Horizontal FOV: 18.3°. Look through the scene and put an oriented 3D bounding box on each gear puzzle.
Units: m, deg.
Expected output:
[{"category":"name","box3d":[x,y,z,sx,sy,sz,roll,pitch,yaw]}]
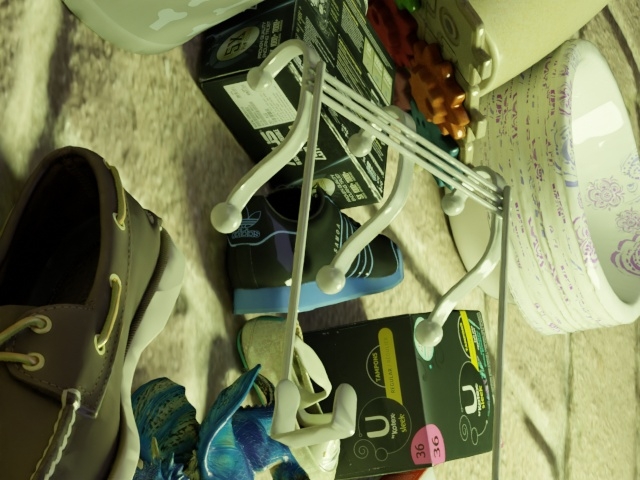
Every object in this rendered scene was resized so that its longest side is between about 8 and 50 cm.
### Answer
[{"category":"gear puzzle","box3d":[0.077,-0.174,1.618,0.175,0.044,0.339,58,-16,29]}]

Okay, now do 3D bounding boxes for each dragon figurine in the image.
[{"category":"dragon figurine","box3d":[-0.074,0.133,1.295,0.144,0.085,0.289,66,28,-29]}]

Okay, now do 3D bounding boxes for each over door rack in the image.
[{"category":"over door rack","box3d":[0.041,0.046,1.386,0.239,0.108,0.324,30,43,-38]}]

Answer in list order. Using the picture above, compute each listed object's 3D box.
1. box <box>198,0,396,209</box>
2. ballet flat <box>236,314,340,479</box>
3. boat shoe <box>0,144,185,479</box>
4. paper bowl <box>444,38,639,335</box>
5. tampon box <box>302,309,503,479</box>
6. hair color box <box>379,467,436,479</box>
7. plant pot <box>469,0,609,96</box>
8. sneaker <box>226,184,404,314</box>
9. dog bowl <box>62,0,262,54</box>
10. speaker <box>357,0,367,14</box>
[{"category":"box","box3d":[-0.014,-0.131,1.547,0.180,0.077,0.147,53,34,-46]},{"category":"ballet flat","box3d":[-0.012,0.129,1.478,0.057,0.052,0.168,-66,139,-53]},{"category":"boat shoe","box3d":[-0.157,0.070,1.105,0.097,0.116,0.324,60,26,-29]},{"category":"paper bowl","box3d":[0.219,-0.048,1.955,0.284,0.148,0.284,39,45,-56]},{"category":"tampon box","box3d":[0.066,0.122,1.595,0.161,0.101,0.120,0,80,-66]},{"category":"hair color box","box3d":[0.060,0.239,1.607,0.141,0.043,0.072,-37,114,-65]},{"category":"plant pot","box3d":[0.158,-0.263,1.835,0.274,0.256,0.256,-56,133,-36]},{"category":"sneaker","box3d":[0.000,0.000,1.522,0.232,0.081,0.090,-13,100,-65]},{"category":"dog bowl","box3d":[-0.111,-0.309,1.375,0.349,0.102,0.349,-10,90,-67]},{"category":"speaker","box3d":[0.010,-0.236,1.647,0.136,0.055,0.055,-93,158,-43]}]
